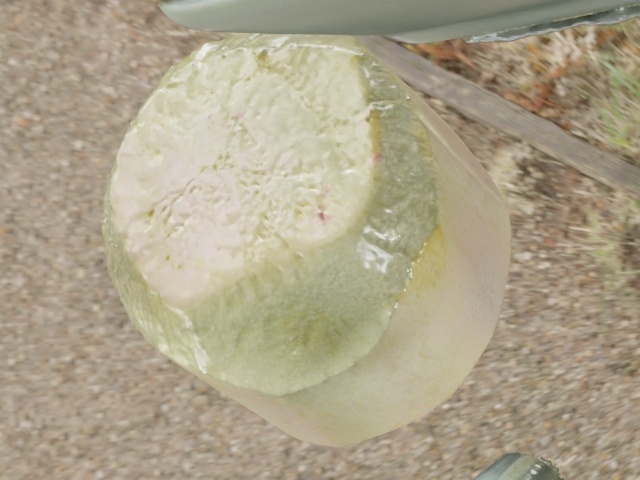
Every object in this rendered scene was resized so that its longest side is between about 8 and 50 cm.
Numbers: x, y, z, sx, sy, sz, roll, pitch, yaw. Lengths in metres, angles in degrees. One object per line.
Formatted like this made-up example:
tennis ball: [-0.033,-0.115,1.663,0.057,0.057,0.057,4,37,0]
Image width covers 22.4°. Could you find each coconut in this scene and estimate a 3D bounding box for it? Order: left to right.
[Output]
coconut: [0.000,0.000,1.026,0.239,0.244,0.239,-9,67,22]

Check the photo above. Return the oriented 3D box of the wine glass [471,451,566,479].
wine glass: [0.052,0.184,0.819,0.066,0.198,0.066,29,140,27]

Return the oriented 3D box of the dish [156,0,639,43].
dish: [0.087,-0.126,0.503,0.243,0.080,0.182,-7,44,37]
